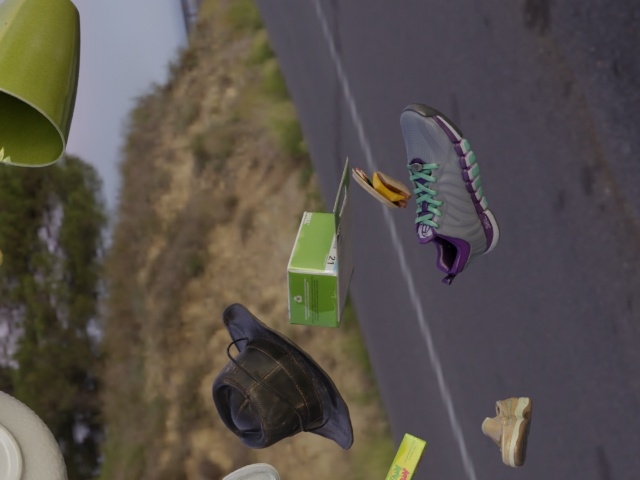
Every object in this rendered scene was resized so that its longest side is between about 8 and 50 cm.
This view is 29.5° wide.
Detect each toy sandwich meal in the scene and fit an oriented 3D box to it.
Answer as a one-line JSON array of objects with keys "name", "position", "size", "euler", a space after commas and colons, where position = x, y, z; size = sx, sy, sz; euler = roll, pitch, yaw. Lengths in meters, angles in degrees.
[{"name": "toy sandwich meal", "position": [0.077, -0.070, 1.518], "size": [0.085, 0.029, 0.085], "euler": [38, -170, -8]}]

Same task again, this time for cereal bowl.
[{"name": "cereal bowl", "position": [-0.524, 0.351, 1.764], "size": [0.141, 0.339, 0.339], "euler": [-54, 42, 49]}]

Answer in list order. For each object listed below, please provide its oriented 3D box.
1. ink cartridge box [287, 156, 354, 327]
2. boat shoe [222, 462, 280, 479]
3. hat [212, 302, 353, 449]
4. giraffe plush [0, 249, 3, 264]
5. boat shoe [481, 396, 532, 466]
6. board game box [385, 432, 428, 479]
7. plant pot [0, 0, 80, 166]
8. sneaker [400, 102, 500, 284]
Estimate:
[{"name": "ink cartridge box", "position": [0.000, 0.000, 2.193], "size": [0.189, 0.097, 0.255], "euler": [-74, -16, -54]}, {"name": "boat shoe", "position": [-0.144, 0.395, 1.754], "size": [0.079, 0.227, 0.081], "euler": [60, 153, 3]}, {"name": "hat", "position": [-0.089, 0.260, 1.959], "size": [0.331, 0.134, 0.331], "euler": [39, 158, 19]}, {"name": "giraffe plush", "position": [-0.536, 0.055, 1.672], "size": [0.170, 0.210, 0.181], "euler": [-55, -3, 38]}, {"name": "boat shoe", "position": [0.284, 0.295, 1.874], "size": [0.190, 0.072, 0.068], "euler": [-42, -45, -72]}, {"name": "board game box", "position": [0.147, 0.458, 2.292], "size": [0.181, 0.043, 0.092], "euler": [-65, -13, -8]}, {"name": "plant pot", "position": [-0.577, -0.339, 2.338], "size": [0.275, 0.274, 0.293], "euler": [91, -168, -62]}, {"name": "sneaker", "position": [0.143, -0.055, 1.471], "size": [0.083, 0.098, 0.224], "euler": [3, 130, 50]}]
